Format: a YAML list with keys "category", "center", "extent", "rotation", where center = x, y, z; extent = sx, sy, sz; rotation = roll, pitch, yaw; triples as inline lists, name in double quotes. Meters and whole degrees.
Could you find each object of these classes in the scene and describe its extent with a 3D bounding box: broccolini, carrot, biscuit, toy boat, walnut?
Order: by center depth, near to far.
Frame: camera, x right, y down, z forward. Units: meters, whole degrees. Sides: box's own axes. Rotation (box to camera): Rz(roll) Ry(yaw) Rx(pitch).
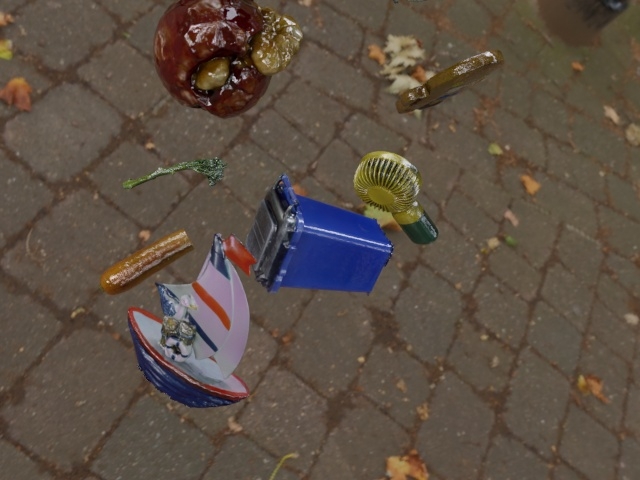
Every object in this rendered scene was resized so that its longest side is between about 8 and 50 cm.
- category: "toy boat"
  center: [-0.159, 0.134, 1.117]
  extent: [0.219, 0.318, 0.072]
  rotation: [55, 34, -1]
- category: "walnut"
  center: [-0.156, -0.335, 1.280]
  extent: [0.269, 0.244, 0.221]
  rotation: [-104, 171, -51]
- category: "biscuit"
  center: [0.226, -0.274, 1.337]
  extent: [0.180, 0.236, 0.039]
  rotation: [-21, 89, -22]
- category: "broccolini"
  center: [-0.268, -0.126, 1.397]
  extent: [0.194, 0.052, 0.054]
  rotation: [-6, 55, -3]
- category: "carrot"
  center: [-0.386, 0.050, 1.677]
  extent: [0.225, 0.067, 0.067]
  rotation: [-32, 82, -6]

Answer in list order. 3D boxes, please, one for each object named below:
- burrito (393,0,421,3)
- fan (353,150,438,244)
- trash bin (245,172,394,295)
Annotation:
- category: "burrito"
  center: [0.171, -0.315, 0.857]
  extent: [0.058, 0.230, 0.063]
  rotation: [21, 71, -60]
- category: "fan"
  center: [0.101, -0.045, 0.954]
  extent: [0.155, 0.082, 0.039]
  rotation: [48, 52, -34]
- category: "trash bin"
  center: [0.000, 0.000, 1.380]
  extent: [0.235, 0.184, 0.162]
  rotation: [12, 29, -23]
